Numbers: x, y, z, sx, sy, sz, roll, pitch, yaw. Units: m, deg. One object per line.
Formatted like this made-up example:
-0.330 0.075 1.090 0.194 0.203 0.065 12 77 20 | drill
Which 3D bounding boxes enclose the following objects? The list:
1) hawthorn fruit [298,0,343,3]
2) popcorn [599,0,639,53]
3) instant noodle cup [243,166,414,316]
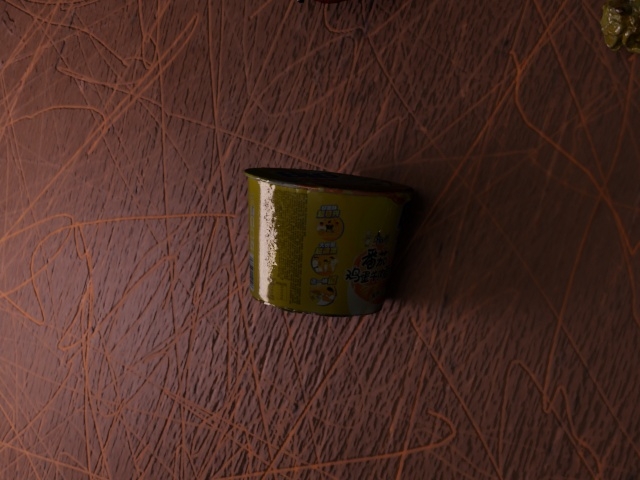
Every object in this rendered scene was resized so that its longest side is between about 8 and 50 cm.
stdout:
0.005 -0.392 1.190 0.190 0.251 0.189 0 63 0 | hawthorn fruit
0.330 -0.231 1.065 0.083 0.068 0.059 53 160 1 | popcorn
0.000 0.000 1.190 0.205 0.205 0.153 12 98 35 | instant noodle cup
